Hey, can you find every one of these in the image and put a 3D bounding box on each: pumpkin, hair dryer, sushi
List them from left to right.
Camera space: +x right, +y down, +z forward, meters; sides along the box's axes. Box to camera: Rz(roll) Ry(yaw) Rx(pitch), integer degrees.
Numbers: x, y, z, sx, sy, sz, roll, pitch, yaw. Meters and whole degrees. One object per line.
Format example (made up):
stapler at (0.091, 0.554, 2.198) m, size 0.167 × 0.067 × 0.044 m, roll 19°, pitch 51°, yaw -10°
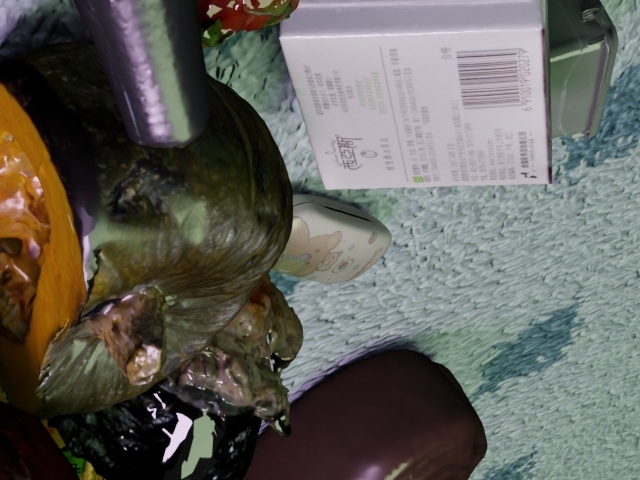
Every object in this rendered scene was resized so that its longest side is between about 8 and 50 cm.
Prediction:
hair dryer at (-0.235, -0.162, 1.047) m, size 0.360 × 0.120 × 0.303 m, roll -15°, pitch 127°, yaw -9°
pumpkin at (-0.125, -0.003, 1.339) m, size 0.232 × 0.242 × 0.325 m, roll -14°, pitch 153°, yaw -23°
sushi at (-0.116, 0.101, 1.577) m, size 0.218 × 0.225 × 0.238 m, roll -51°, pitch -174°, yaw 11°

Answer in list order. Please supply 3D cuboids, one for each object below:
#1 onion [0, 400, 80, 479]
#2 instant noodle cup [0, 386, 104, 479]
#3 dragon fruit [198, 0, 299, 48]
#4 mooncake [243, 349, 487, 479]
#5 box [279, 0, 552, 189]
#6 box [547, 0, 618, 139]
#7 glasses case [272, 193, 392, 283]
onion at (-0.325, 0.331, 1.293) m, size 0.398 × 0.420 × 0.398 m, roll -12°, pitch 149°, yaw -7°
instant noodle cup at (-0.270, 0.215, 1.672) m, size 0.151 × 0.151 × 0.122 m, roll -34°, pitch 166°, yaw -3°
dragon fruit at (-0.067, -0.196, 1.219) m, size 0.137 × 0.135 × 0.236 m, roll -30°, pitch 176°, yaw -11°
mooncake at (0.052, 0.287, 2.170) m, size 0.326 × 0.174 × 0.334 m, roll -42°, pitch 154°, yaw 8°
box at (0.082, -0.140, 1.415) m, size 0.195 × 0.111 × 0.260 m, roll 0°, pitch 158°, yaw 7°
box at (0.191, -0.163, 1.610) m, size 0.093 × 0.124 × 0.172 m, roll -19°, pitch 151°, yaw -10°
glasses case at (0.000, 0.000, 1.726) m, size 0.081 × 0.051 × 0.204 m, roll -45°, pitch 154°, yaw 18°
